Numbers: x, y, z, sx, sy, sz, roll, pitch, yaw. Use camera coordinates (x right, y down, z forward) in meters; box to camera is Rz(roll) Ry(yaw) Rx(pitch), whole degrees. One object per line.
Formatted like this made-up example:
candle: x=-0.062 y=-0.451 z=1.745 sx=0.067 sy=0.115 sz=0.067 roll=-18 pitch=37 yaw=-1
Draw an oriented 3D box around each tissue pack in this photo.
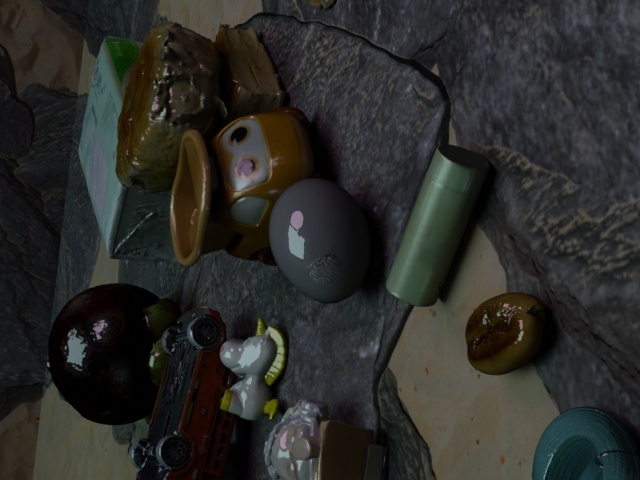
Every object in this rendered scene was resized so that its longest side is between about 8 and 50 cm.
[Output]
tissue pack: x=-0.389 y=-0.199 z=2.221 sx=0.331 sy=0.205 sz=0.405 roll=-67 pitch=31 yaw=32

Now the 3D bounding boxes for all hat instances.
hat: x=0.272 y=0.253 z=0.992 sx=0.191 sy=0.078 sz=0.138 roll=-96 pitch=30 yaw=-62

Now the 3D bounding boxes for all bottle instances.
bottle: x=0.146 y=-0.017 z=1.278 sx=0.072 sy=0.072 sz=0.201 roll=56 pitch=135 yaw=51

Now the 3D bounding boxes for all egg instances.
egg: x=0.000 y=0.000 z=1.483 sx=0.146 sy=0.146 sz=0.198 roll=-50 pitch=48 yaw=50

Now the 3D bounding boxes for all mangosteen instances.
mangosteen: x=-0.403 y=0.236 z=2.166 sx=0.306 sy=0.360 sz=0.306 roll=-9 pitch=-90 yaw=-85

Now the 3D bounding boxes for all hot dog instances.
hot dog: x=0.208 y=0.110 z=1.159 sx=0.140 sy=0.060 sz=0.089 roll=-42 pitch=46 yaw=45

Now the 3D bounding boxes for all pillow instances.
pillow: x=-0.369 y=0.485 z=2.250 sx=0.255 sy=0.059 sz=0.169 roll=58 pitch=137 yaw=47

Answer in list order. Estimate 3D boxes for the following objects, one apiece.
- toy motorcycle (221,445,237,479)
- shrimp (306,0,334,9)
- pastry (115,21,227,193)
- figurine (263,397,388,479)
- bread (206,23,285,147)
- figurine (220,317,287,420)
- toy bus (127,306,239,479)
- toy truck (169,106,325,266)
toy motorcycle: x=-0.207 y=0.434 z=1.919 sx=0.225 sy=0.073 sz=0.152 roll=46 pitch=122 yaw=56
shrimp: x=0.019 y=-0.461 z=1.637 sx=0.101 sy=0.042 sz=0.190 roll=51 pitch=133 yaw=27
pastry: x=-0.274 y=-0.243 z=1.822 sx=0.329 sy=0.136 sz=0.329 roll=-46 pitch=37 yaw=51
figurine: x=-0.014 y=0.312 z=1.471 sx=0.237 sy=0.141 sz=0.162 roll=-8 pitch=74 yaw=63
bread: x=-0.169 y=-0.249 z=1.896 sx=0.239 sy=0.111 sz=0.246 roll=-63 pitch=32 yaw=32
figurine: x=-0.113 y=0.223 z=1.760 sx=0.130 sy=0.109 sz=0.178 roll=1 pitch=86 yaw=37
toy bus: x=-0.227 y=0.292 z=1.840 sx=0.143 sy=0.153 sz=0.329 roll=-22 pitch=51 yaw=54
toy truck: x=-0.122 y=-0.080 z=1.670 sx=0.288 sy=0.212 sz=0.204 roll=121 pitch=142 yaw=-48
